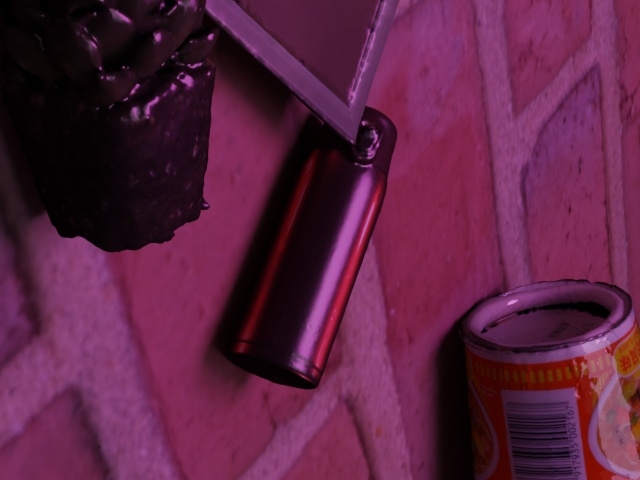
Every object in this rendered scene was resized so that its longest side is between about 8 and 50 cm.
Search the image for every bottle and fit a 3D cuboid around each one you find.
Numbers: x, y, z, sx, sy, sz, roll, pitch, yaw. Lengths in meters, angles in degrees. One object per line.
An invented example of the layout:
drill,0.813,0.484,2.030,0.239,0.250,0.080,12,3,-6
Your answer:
bottle,0.000,0.000,0.722,0.060,0.060,0.164,44,62,-53

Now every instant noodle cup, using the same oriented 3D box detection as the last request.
instant noodle cup,0.188,0.150,0.969,0.193,0.193,0.212,-34,118,-49

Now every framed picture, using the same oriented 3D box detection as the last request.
framed picture,-0.024,-0.202,0.637,0.274,0.017,0.217,39,65,-48

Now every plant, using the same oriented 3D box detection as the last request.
plant,-0.088,-0.070,0.536,0.094,0.092,0.143,-36,135,-40
